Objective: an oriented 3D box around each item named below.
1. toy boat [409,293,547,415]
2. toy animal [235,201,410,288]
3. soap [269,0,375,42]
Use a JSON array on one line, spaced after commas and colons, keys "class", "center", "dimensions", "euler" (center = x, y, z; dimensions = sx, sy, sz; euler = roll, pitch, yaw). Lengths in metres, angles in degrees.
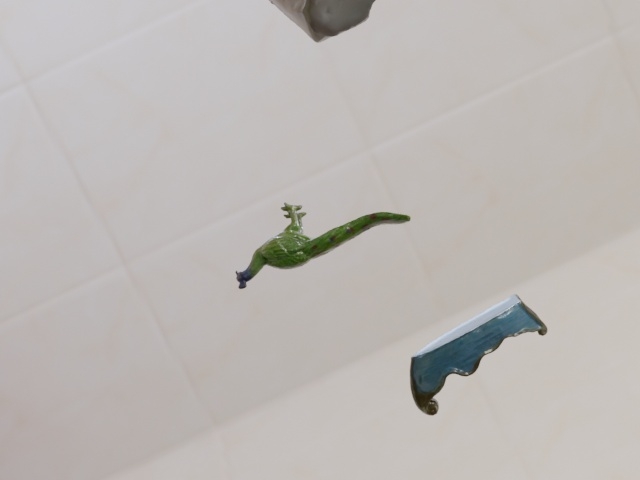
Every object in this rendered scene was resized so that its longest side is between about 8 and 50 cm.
[{"class": "toy boat", "center": [0.188, 0.140, 1.932], "dimensions": [0.077, 0.185, 0.075], "euler": [60, -1, -8]}, {"class": "toy animal", "center": [-0.006, -0.014, 1.833], "dimensions": [0.041, 0.217, 0.075], "euler": [51, 19, -61]}, {"class": "soap", "center": [0.030, -0.455, 1.956], "dimensions": [0.213, 0.350, 0.435], "euler": [56, 1, -28]}]
